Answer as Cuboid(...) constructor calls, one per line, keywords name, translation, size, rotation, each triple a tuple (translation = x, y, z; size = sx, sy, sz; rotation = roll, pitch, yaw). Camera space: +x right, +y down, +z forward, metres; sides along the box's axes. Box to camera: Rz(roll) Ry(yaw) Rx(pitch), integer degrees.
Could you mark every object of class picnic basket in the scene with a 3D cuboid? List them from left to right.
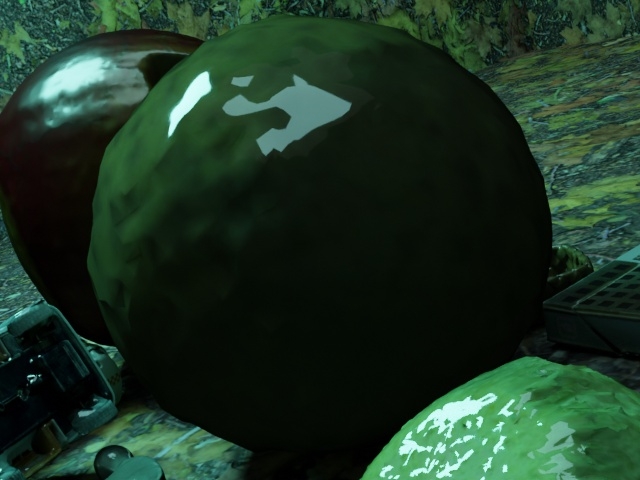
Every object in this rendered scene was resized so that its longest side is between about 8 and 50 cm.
Cuboid(name="picnic basket", translation=(0.186, 0.061, 1.004), size=(0.193, 0.055, 0.110), rotation=(-15, 15, 0))

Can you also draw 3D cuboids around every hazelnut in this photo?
Cuboid(name="hazelnut", translation=(-0.183, -0.045, 1.162), size=(0.401, 0.402, 0.429), rotation=(-16, -26, 1))

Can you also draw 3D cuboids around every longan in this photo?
Cuboid(name="longan", translation=(0.000, 0.000, 0.824), size=(0.390, 0.391, 0.391), rotation=(-15, 14, 4))

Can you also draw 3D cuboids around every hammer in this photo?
Cuboid(name="hammer", translation=(-0.230, 0.242, 0.786), size=(0.226, 0.041, 0.158), rotation=(-22, 13, -26))

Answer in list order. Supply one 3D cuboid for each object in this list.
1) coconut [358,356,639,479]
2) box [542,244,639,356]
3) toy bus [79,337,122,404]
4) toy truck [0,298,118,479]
Cuboid(name="coconut", translation=(0.109, 0.169, 0.367), size=(0.205, 0.236, 0.236), rotation=(-52, 21, -7))
Cuboid(name="box", translation=(0.375, 0.054, 0.835), size=(0.180, 0.047, 0.324), rotation=(-25, 16, -33))
Cuboid(name="toy bus", translation=(-0.296, 0.176, 1.038), size=(0.089, 0.087, 0.194), rotation=(3, 21, 37))
Cuboid(name="toy truck", translation=(-0.315, 0.172, 0.814), size=(0.162, 0.136, 0.305), rotation=(-32, 2, 22))
